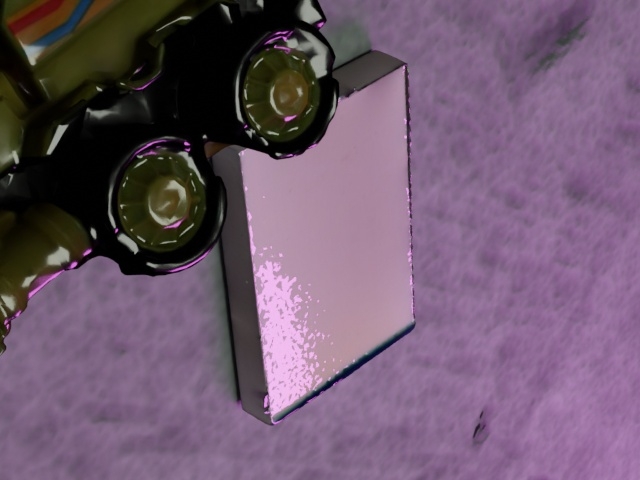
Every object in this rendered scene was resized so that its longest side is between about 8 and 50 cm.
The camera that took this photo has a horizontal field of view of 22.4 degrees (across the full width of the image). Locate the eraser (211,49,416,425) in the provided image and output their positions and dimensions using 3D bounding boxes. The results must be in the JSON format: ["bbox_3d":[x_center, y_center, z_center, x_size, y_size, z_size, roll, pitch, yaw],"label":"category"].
[{"bbox_3d":[0.000,0.000,0.730,0.104,0.023,0.150,-32,132,-34],"label":"eraser"}]

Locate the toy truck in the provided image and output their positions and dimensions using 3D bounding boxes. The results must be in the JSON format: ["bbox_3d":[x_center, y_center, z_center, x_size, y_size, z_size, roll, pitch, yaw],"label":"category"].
[{"bbox_3d":[-0.121,-0.020,0.505,0.257,0.127,0.127,-47,119,-24],"label":"toy truck"}]
